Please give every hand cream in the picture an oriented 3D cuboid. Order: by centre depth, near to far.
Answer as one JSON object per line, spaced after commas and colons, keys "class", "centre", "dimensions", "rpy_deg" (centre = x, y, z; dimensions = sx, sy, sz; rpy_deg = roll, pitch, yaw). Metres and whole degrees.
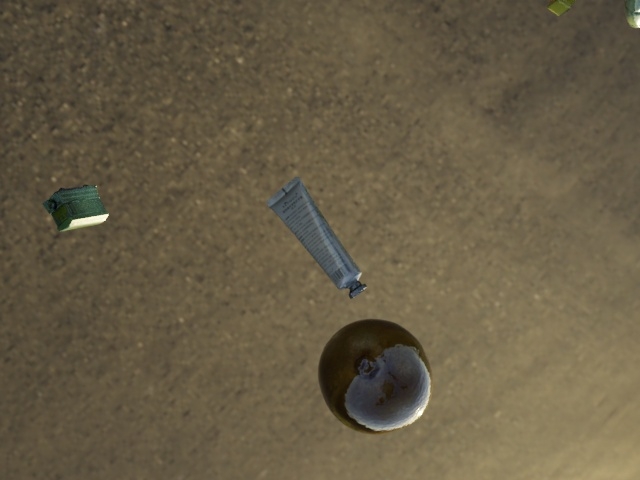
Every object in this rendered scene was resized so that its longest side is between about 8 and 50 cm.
{"class": "hand cream", "centre": [0.000, 0.000, 1.678], "dimensions": [0.067, 0.194, 0.042], "rpy_deg": [-40, 170, 23]}

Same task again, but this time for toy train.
{"class": "toy train", "centre": [-0.339, -0.046, 1.587], "dimensions": [0.038, 0.056, 0.093], "rpy_deg": [-35, 170, 29]}

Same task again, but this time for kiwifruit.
{"class": "kiwifruit", "centre": [0.090, 0.223, 1.883], "dimensions": [0.196, 0.196, 0.234], "rpy_deg": [-46, 159, -5]}

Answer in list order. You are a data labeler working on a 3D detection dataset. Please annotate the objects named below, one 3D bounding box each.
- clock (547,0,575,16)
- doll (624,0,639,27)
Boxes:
{"class": "clock", "centre": [0.427, -0.490, 1.663], "dimensions": [0.293, 0.071, 0.277], "rpy_deg": [-64, -171, -20]}
{"class": "doll", "centre": [0.325, -0.383, 1.151], "dimensions": [0.268, 0.216, 0.284], "rpy_deg": [71, 33, -54]}
